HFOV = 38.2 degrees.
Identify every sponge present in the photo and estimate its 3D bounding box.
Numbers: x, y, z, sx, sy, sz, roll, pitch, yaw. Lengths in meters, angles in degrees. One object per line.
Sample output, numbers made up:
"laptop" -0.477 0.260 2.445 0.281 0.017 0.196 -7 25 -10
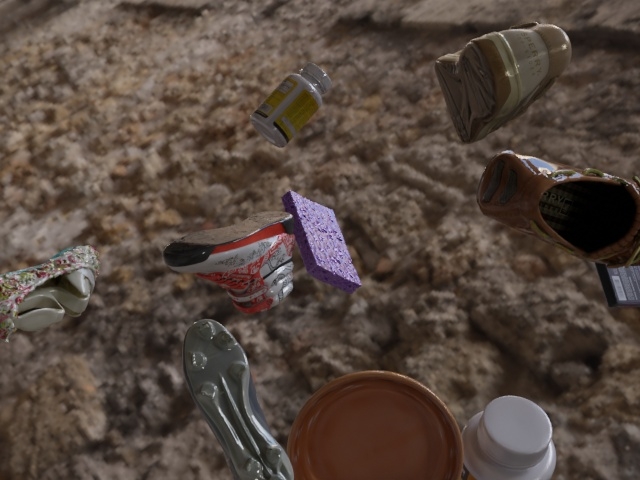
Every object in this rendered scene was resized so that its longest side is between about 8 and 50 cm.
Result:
"sponge" 0.000 0.000 1.703 0.117 0.031 0.210 26 30 -37

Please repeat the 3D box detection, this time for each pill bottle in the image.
"pill bottle" 0.221 0.290 1.148 0.117 0.117 0.215 48 -33 36
"pill bottle" -0.039 -0.191 1.291 0.065 0.116 0.065 40 -9 8

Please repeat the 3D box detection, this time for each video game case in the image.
"video game case" 0.603 0.031 1.762 0.026 0.274 0.196 -30 -114 43

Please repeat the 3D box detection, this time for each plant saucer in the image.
"plant saucer" 0.062 0.241 1.057 0.200 0.200 0.037 58 7 -7

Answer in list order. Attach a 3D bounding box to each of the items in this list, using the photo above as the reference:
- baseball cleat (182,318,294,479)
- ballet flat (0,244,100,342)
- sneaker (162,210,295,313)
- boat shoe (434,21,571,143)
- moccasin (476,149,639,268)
"baseball cleat" -0.097 0.188 0.979 0.206 0.072 0.109 66 -22 16
"ballet flat" -0.328 0.070 1.109 0.077 0.091 0.241 30 24 15
"sneaker" -0.128 0.051 1.411 0.090 0.270 0.145 9 -72 32
"boat shoe" 0.200 -0.180 1.040 0.302 0.098 0.109 177 -109 -88
"moccasin" 0.390 -0.035 1.262 0.380 0.139 0.147 20 8 -37
